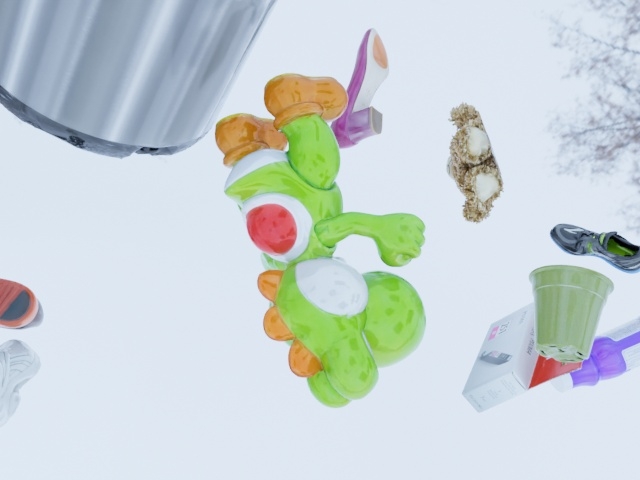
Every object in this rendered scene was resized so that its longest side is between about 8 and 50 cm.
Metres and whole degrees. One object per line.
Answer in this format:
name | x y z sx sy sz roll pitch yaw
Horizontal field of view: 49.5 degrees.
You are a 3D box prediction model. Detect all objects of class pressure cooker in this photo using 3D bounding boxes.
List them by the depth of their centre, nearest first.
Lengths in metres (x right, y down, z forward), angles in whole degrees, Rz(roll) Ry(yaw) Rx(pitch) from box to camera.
pressure cooker | -0.229 -0.366 0.902 0.376 0.420 0.370 0 -131 -40

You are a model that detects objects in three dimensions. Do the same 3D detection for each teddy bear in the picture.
teddy bear | 0.311 -0.156 1.446 0.338 0.113 0.245 -70 -40 -66

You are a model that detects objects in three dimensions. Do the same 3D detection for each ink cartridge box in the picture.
ink cartridge box | 0.427 0.211 1.415 0.060 0.239 0.275 49 -144 -3

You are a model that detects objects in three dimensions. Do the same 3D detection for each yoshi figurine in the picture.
yoshi figurine | 0.013 0.005 0.799 0.203 0.203 0.362 -14 -108 -4

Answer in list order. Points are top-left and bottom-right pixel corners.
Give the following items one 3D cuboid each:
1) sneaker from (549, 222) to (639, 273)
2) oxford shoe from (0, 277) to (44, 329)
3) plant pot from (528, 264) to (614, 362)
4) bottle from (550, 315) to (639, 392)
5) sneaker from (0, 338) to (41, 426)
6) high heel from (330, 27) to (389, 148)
sneaker | 0.550 0.002 1.372 0.188 0.078 0.067 23 -117 29
oxford shoe | -0.594 0.090 1.159 0.271 0.098 0.097 22 -112 4
plant pot | 0.247 0.077 0.697 0.083 0.083 0.079 20 -113 -10
bottle | 0.625 0.244 1.494 0.283 0.118 0.092 -20 -95 -12
sneaker | -0.503 0.195 1.057 0.090 0.232 0.115 -33 -69 -1
high heel | 0.064 -0.287 1.318 0.082 0.117 0.244 23 -118 -49
